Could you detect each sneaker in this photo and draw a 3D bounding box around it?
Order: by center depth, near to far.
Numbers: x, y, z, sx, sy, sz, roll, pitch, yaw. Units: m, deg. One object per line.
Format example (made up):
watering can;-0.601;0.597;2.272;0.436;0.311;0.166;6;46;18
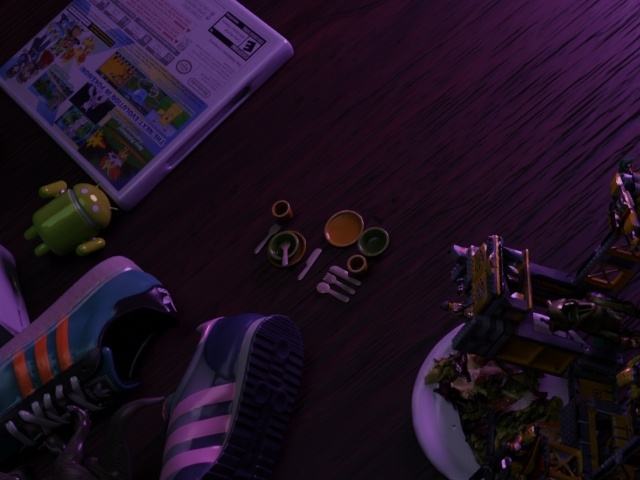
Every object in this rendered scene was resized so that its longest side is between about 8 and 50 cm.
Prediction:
sneaker;-0.125;0.226;1.313;0.131;0.112;0.319;1;59;41
sneaker;-0.287;0.155;1.397;0.121;0.108;0.302;34;77;37

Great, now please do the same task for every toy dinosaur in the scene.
toy dinosaur;-0.279;0.286;1.338;0.313;0.121;0.160;-32;68;-4

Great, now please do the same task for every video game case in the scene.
video game case;-0.243;-0.233;1.640;0.300;0.036;0.329;-44;57;-6

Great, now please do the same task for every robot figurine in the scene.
robot figurine;-0.309;-0.026;1.530;0.115;0.067;0.101;-34;85;3

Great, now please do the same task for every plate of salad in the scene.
plate of salad;0.186;0.158;1.248;0.200;0.048;0.200;-10;60;17

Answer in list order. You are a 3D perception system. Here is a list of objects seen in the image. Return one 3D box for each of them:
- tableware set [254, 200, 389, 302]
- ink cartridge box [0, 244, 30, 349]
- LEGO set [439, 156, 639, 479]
tableware set;0.000;0.000;1.423;0.154;0.024;0.104;28;75;32
ink cartridge box;-0.474;0.099;1.514;0.208;0.087;0.153;-27;57;5
LEGO set;0.218;0.083;1.107;0.192;0.255;0.331;15;57;-13
